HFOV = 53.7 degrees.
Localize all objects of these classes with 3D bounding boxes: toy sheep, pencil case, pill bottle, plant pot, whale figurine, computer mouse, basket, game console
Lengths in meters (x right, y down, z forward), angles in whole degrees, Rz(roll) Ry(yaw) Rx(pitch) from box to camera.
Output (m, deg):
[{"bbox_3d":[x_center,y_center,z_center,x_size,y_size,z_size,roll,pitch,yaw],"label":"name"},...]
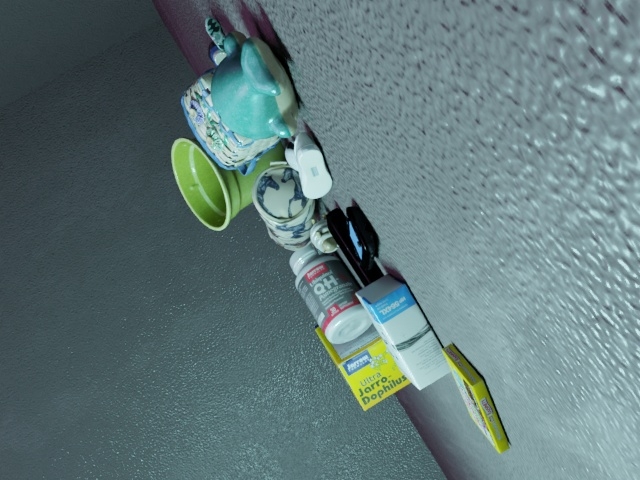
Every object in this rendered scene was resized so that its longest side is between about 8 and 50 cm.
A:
[{"bbox_3d":[0.013,-0.018,1.654,0.132,0.091,0.091,-104,-11,-51],"label":"toy sheep"},{"bbox_3d":[-0.092,-0.092,1.779,0.410,0.160,0.183,85,168,-79],"label":"pencil case"},{"bbox_3d":[0.027,0.161,2.049,0.318,0.176,0.176,56,174,32],"label":"pill bottle"},{"bbox_3d":[-0.242,-0.205,1.810,0.276,0.254,0.276,36,142,35],"label":"plant pot"},{"bbox_3d":[-0.127,-0.271,1.143,0.216,0.141,0.272,60,175,-5],"label":"whale figurine"},{"bbox_3d":[-0.045,-0.179,1.477,0.106,0.042,0.193,60,175,-29],"label":"computer mouse"},{"bbox_3d":[-0.215,-0.298,1.516,0.254,0.201,0.289,58,166,-1],"label":"basket"},{"bbox_3d":[0.077,0.006,1.377,0.213,0.044,0.361,57,175,14],"label":"game console"}]

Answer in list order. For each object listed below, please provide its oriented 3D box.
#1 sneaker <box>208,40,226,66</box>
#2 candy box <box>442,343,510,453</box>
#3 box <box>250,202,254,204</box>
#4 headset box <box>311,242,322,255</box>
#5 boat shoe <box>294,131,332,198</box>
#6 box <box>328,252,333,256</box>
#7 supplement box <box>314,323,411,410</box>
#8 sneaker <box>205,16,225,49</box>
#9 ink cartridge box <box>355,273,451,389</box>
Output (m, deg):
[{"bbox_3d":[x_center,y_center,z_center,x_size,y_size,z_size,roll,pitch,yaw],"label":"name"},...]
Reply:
[{"bbox_3d":[-0.257,-0.477,1.721,0.084,0.058,0.152,62,-176,34],"label":"sneaker"},{"bbox_3d":[0.278,0.284,1.130,0.205,0.027,0.105,62,177,-34],"label":"candy box"},{"bbox_3d":[-0.221,-0.247,2.025,0.216,0.060,0.270,-7,123,40],"label":"box"},{"bbox_3d":[0.000,0.000,2.009,0.032,0.062,0.083,53,174,44],"label":"headset box"},{"bbox_3d":[-0.022,-0.153,1.305,0.184,0.066,0.063,63,-172,-61],"label":"boat shoe"},{"bbox_3d":[0.005,0.031,2.302,0.145,0.038,0.186,56,174,33],"label":"box"},{"bbox_3d":[0.139,0.383,2.167,0.195,0.194,0.356,61,175,-18],"label":"supplement box"},{"bbox_3d":[-0.277,-0.541,1.622,0.069,0.038,0.098,54,173,37],"label":"sneaker"},{"bbox_3d":[0.167,0.181,1.279,0.203,0.086,0.148,60,175,-7],"label":"ink cartridge box"}]
